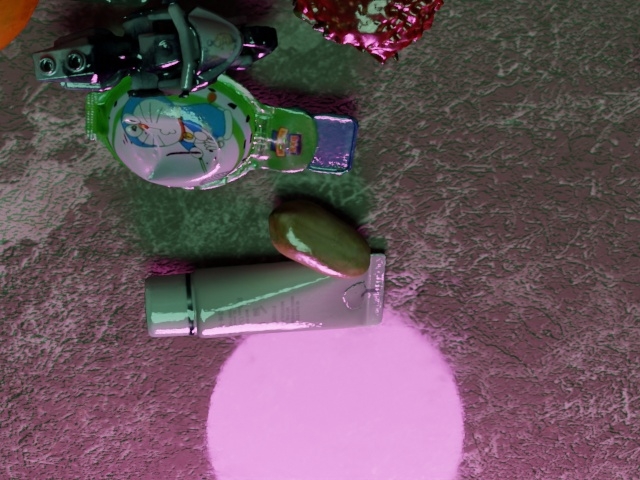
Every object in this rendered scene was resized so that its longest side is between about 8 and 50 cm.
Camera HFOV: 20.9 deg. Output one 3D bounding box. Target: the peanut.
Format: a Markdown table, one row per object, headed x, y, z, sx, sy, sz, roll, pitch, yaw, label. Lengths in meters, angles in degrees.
| x | y | z | sx | sy | sz | roll | pitch | yaw | label |
| --- | --- | --- | --- | --- | --- | --- | --- | --- | --- |
| 0.000 | 0.000 | 2.170 | 0.152 | 0.076 | 0.076 | 28 | 131 | -25 | peanut |

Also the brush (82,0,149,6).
| x | y | z | sx | sy | sz | roll | pitch | yaw | label |
| --- | --- | --- | --- | --- | --- | --- | --- | --- | --- |
| -0.236 | -0.341 | 1.846 | 0.123 | 0.059 | 0.197 | 4 | 136 | -1 | brush |

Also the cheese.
| x | y | z | sx | sy | sz | roll | pitch | yaw | label |
| --- | --- | --- | --- | --- | --- | --- | --- | --- | --- |
| -0.118 | -0.128 | 2.039 | 0.321 | 0.083 | 0.204 | 7 | 136 | -1 | cheese |

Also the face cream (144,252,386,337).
| x | y | z | sx | sy | sz | roll | pitch | yaw | label |
| --- | --- | --- | --- | --- | --- | --- | --- | --- | --- |
| -0.072 | 0.078 | 2.257 | 0.314 | 0.089 | 0.143 | -3 | 135 | -4 | face cream |

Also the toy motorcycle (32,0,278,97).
| x | y | z | sx | sy | sz | roll | pitch | yaw | label |
| --- | --- | --- | --- | --- | --- | --- | --- | --- | --- |
| -0.184 | -0.205 | 1.890 | 0.271 | 0.159 | 0.106 | -7 | 95 | 5 | toy motorcycle |

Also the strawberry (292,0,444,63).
| x | y | z | sx | sy | sz | roll | pitch | yaw | label |
| --- | --- | --- | --- | --- | --- | --- | --- | --- | --- |
| 0.064 | -0.280 | 1.867 | 0.167 | 0.087 | 0.208 | 18 | 133 | -12 | strawberry |

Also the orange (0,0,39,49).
| x | y | z | sx | sy | sz | roll | pitch | yaw | label |
| --- | --- | --- | --- | --- | --- | --- | --- | --- | --- |
| -0.420 | -0.300 | 1.779 | 0.284 | 0.226 | 0.284 | 12 | 146 | 8 | orange |
